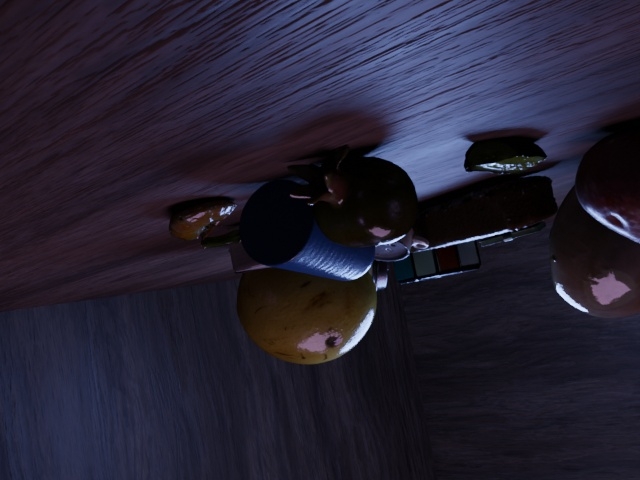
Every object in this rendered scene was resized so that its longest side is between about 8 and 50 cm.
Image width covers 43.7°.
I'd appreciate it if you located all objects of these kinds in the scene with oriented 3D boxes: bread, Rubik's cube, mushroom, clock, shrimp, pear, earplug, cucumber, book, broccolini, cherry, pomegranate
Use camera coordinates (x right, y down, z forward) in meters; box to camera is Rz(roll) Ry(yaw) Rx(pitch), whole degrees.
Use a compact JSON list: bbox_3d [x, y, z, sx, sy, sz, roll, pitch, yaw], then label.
[{"bbox_3d":[0.344,-0.055,1.859,0.165,0.113,0.416,-13,178,-30],"label":"bread"},{"bbox_3d":[0.306,0.014,2.175,0.180,0.183,0.167,-5,171,-39],"label":"Rubik's cube"},{"bbox_3d":[0.624,-0.017,1.718,0.362,0.362,0.294,-8,-157,-30],"label":"mushroom"},{"bbox_3d":[0.140,-0.006,1.878,0.229,0.063,0.156,13,159,2],"label":"clock"},{"bbox_3d":[-0.199,-0.031,1.342,0.115,0.051,0.217,-12,173,-14],"label":"shrimp"},{"bbox_3d":[-0.036,0.143,1.994,0.348,0.348,0.348,-11,175,-1],"label":"pear"},{"bbox_3d":[0.000,0.000,1.296,0.132,0.132,0.273,-13,162,27],"label":"earplug"},{"bbox_3d":[0.299,-0.135,1.258,0.070,0.046,0.220,-17,174,36],"label":"cucumber"},{"bbox_3d":[0.433,-0.014,1.802,0.135,0.017,0.103,-17,-179,27],"label":"book"},{"bbox_3d":[-0.099,-0.030,1.388,0.239,0.054,0.051,-21,135,14],"label":"broccolini"},{"bbox_3d":[0.575,-0.095,1.347,0.285,0.213,0.236,13,149,1],"label":"cherry"},{"bbox_3d":[0.042,-0.064,1.113,0.191,0.131,0.152,24,159,-39],"label":"pomegranate"}]

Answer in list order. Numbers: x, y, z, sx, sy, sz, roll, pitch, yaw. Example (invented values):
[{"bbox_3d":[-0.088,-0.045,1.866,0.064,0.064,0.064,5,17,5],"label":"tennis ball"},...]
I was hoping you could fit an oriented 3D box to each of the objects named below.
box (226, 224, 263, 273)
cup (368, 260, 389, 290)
[{"bbox_3d":[-0.034,-0.006,1.648,0.251,0.106,0.203,-13,174,37],"label":"box"},{"bbox_3d":[0.050,0.066,2.286,0.279,0.196,0.196,-3,175,-4],"label":"cup"}]
